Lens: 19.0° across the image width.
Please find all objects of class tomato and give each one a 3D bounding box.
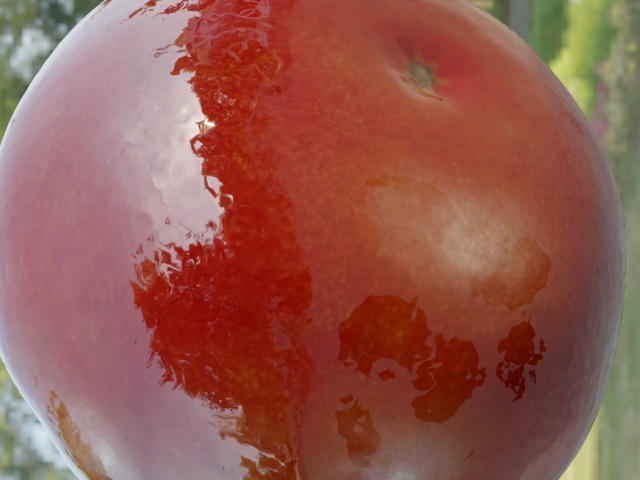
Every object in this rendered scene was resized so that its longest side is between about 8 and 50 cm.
[{"bbox_3d":[0.000,0.000,0.538,0.136,0.195,0.195,-57,15,34],"label":"tomato"}]
